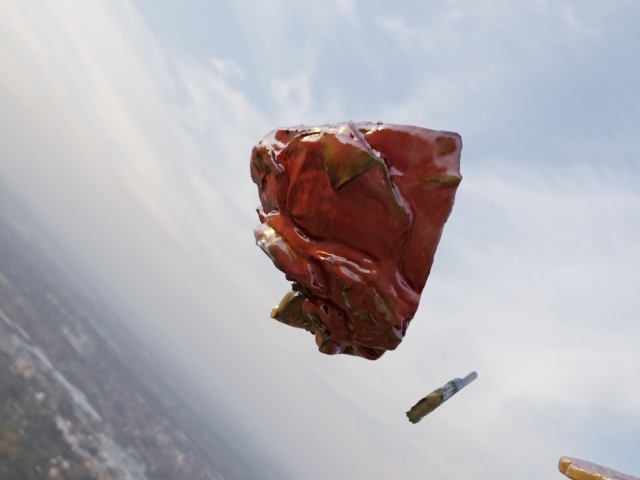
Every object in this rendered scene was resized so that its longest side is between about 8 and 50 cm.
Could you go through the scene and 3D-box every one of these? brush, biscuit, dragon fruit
[{"bbox_3d":[0.116,0.133,0.858,0.014,0.043,0.170,53,18,13],"label":"brush"},{"bbox_3d":[0.543,0.445,1.734,0.186,0.044,0.295,18,-5,-18],"label":"biscuit"},{"bbox_3d":[0.000,0.000,0.880,0.152,0.205,0.317,10,-4,-11],"label":"dragon fruit"}]
